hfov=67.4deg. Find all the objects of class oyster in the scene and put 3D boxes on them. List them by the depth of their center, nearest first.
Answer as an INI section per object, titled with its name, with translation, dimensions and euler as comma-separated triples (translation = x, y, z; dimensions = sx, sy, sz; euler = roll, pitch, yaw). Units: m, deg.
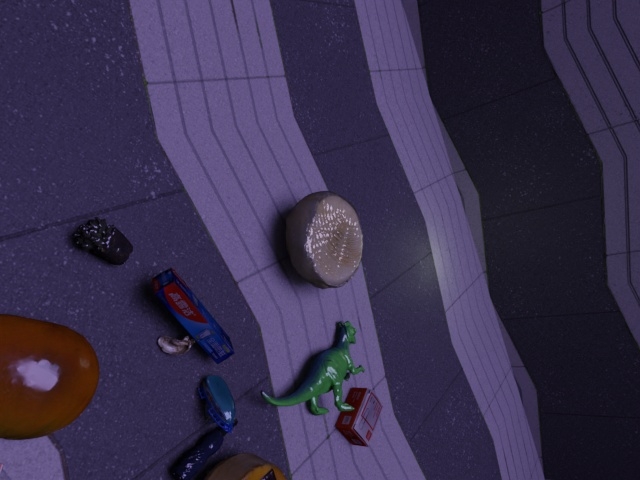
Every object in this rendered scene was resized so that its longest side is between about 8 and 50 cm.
[oyster]
translation = -0.402, 0.282, 1.340
dimensions = 0.081, 0.038, 0.083
euler = -46, 100, -6

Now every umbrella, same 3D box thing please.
[umbrella]
translation = -0.320, 0.576, 1.352
dimensions = 0.248, 0.070, 0.071
euler = -41, 111, -51

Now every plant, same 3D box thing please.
[plant]
translation = -0.549, 0.002, 1.216
dimensions = 0.143, 0.094, 0.092
euler = 45, 60, -38

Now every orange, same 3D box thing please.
[orange]
translation = -0.635, 0.293, 1.037
dimensions = 0.310, 0.273, 0.275
euler = 71, 27, -60

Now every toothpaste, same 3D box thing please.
[toothpaste]
translation = -0.348, 0.216, 1.336
dimensions = 0.066, 0.076, 0.321
euler = -32, 125, -4

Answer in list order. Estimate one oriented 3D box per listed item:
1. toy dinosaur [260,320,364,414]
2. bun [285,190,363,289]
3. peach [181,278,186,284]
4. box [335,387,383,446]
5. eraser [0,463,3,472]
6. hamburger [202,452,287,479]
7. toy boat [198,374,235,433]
[toy dinosaur]
translation = -0.003, 0.419, 1.703
dimensions = 0.499, 0.143, 0.375
euler = 34, 50, -45
[bun]
translation = -0.005, 0.001, 1.763
dimensions = 0.364, 0.202, 0.365
euler = 7, 81, -51
[peach]
translation = -0.410, 0.152, 1.369
dimensions = 0.050, 0.077, 0.083
euler = 46, 5, -25
[box]
translation = 0.156, 0.675, 1.844
dimensions = 0.133, 0.099, 0.182
euler = 57, 44, -25
[eraser]
translation = -0.745, 0.491, 0.891
dimensions = 0.230, 0.038, 0.158
euler = 30, 58, -41
[hamburger]
translation = -0.219, 0.749, 1.328
dimensions = 0.300, 0.176, 0.301
euler = 15, 69, -45
[toy boat]
translation = -0.299, 0.486, 1.378
dimensions = 0.091, 0.110, 0.175
euler = 15, 27, -47
